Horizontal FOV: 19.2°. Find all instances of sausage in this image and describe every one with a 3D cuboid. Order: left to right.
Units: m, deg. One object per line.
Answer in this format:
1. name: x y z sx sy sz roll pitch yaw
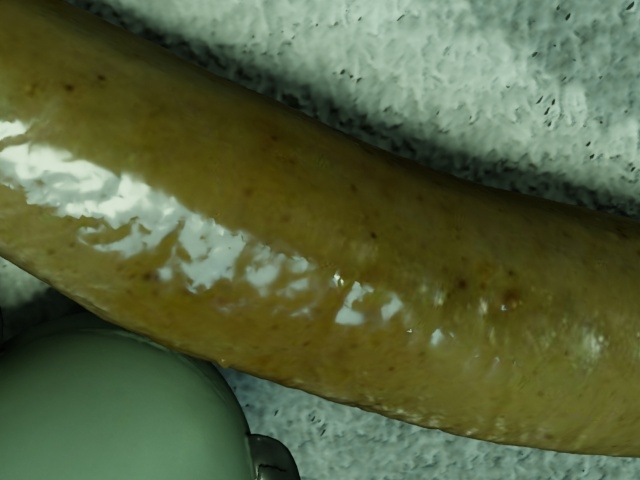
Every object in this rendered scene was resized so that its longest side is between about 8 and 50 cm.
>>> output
1. sausage: -0.001 0.003 0.858 0.500 0.123 0.136 19 74 -24

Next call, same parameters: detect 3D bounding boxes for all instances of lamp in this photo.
1. lamp: -0.142 0.105 0.885 0.244 0.198 0.198 44 108 -11
